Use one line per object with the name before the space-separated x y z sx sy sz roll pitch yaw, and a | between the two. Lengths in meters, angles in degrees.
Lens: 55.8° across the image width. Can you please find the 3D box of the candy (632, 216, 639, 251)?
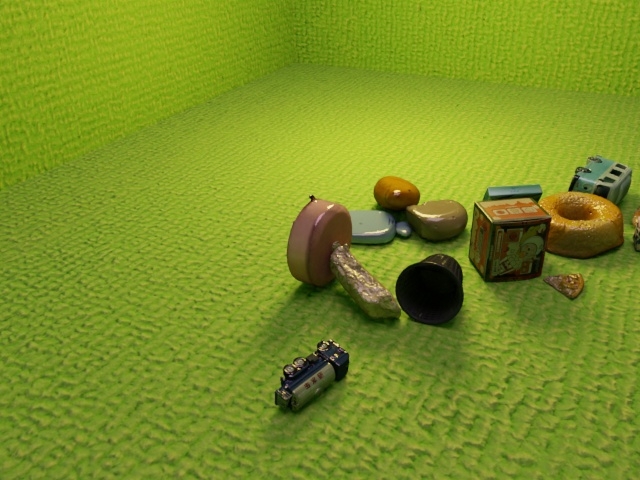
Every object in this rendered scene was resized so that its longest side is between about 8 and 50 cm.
candy | 1.034 -0.010 1.820 0.160 0.092 0.073 9 36 14

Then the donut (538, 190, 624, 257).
donut | 0.807 -0.060 1.905 0.303 0.110 0.303 -2 31 1

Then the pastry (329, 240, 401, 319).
pastry | 0.113 0.121 1.611 0.089 0.121 0.258 -39 54 -1

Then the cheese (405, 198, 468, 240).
cheese | 0.390 -0.070 1.965 0.203 0.091 0.175 -13 31 -22

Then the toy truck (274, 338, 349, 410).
toy truck | -0.020 0.301 1.346 0.088 0.074 0.202 28 41 34

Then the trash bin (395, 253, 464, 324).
trash bin | 0.300 0.112 1.592 0.176 0.175 0.161 10 21 19

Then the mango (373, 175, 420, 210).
mango | 0.262 -0.153 2.084 0.157 0.108 0.262 9 19 -1

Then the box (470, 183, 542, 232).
box | 0.565 -0.085 1.851 0.162 0.229 0.041 -4 57 -4

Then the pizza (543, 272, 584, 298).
pizza | 0.675 0.117 1.682 0.109 0.026 0.123 12 33 26

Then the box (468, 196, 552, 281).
box | 0.539 -0.004 1.731 0.178 0.194 0.148 -5 30 -8

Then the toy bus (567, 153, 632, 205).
toy bus | 0.972 -0.189 2.101 0.165 0.133 0.271 24 36 31

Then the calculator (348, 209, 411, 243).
calculator | 0.147 -0.047 1.983 0.303 0.042 0.188 0 29 9

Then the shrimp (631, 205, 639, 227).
shrimp | 1.115 -0.083 1.979 0.145 0.059 0.254 23 38 32

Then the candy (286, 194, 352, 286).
candy | 0.000 0.000 1.692 0.094 0.255 0.255 16 34 28
